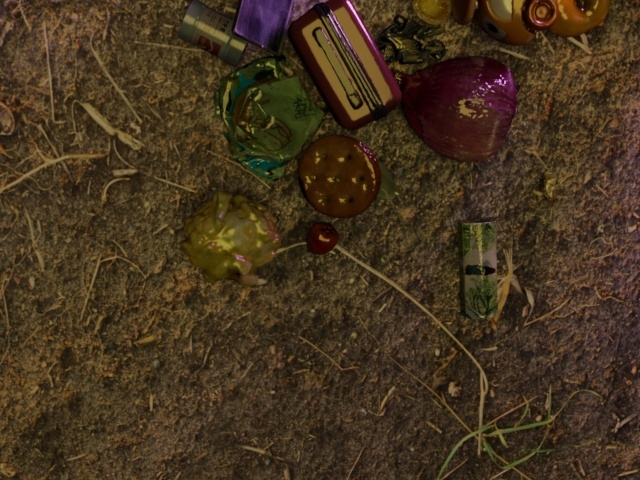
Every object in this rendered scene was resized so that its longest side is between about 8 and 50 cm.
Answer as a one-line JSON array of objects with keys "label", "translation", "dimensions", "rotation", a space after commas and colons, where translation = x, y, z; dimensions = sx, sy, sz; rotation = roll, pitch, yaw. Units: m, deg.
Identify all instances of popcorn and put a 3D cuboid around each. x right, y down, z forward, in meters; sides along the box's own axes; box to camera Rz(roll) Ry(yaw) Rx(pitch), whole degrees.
[{"label": "popcorn", "translation": [-0.224, -0.008, 1.721], "dimensions": [0.256, 0.195, 0.254], "rotation": [-8, 111, -24]}]

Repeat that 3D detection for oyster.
[{"label": "oyster", "translation": [0.615, -0.140, 1.861], "dimensions": [0.051, 0.034, 0.093], "rotation": [1, 93, -23]}]

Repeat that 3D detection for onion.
[{"label": "onion", "translation": [0.320, -0.328, 1.701], "dimensions": [0.349, 0.159, 0.267], "rotation": [12, 112, -4]}]

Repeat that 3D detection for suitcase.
[{"label": "suitcase", "translation": [0.053, -0.414, 1.623], "dimensions": [0.161, 0.236, 0.297], "rotation": [-30, 105, 2]}]

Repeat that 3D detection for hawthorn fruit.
[{"label": "hawthorn fruit", "translation": [0.000, 0.000, 1.809], "dimensions": [0.081, 0.081, 0.093], "rotation": [25, 129, -12]}]

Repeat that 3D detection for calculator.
[{"label": "calculator", "translation": [-0.119, -0.579, 1.608], "dimensions": [0.161, 0.021, 0.261], "rotation": [14, 92, -49]}]

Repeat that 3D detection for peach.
[{"label": "peach", "translation": [0.628, -0.595, 1.711], "dimensions": [0.179, 0.103, 0.179], "rotation": [-1, 101, -5]}]

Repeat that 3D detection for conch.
[{"label": "conch", "translation": [0.136, -0.163, 1.784], "dimensions": [0.180, 0.065, 0.088], "rotation": [42, 96, -17]}]

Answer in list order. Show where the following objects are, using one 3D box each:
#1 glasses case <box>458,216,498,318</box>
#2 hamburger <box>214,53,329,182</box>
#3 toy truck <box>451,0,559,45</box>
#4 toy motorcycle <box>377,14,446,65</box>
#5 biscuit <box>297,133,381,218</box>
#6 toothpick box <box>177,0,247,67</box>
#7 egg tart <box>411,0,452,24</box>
[{"label": "glasses case", "translation": [0.431, 0.077, 1.878], "dimensions": [0.095, 0.062, 0.272], "rotation": [-7, 104, -5]}, {"label": "hamburger", "translation": [-0.130, -0.302, 1.677], "dimensions": [0.261, 0.150, 0.276], "rotation": [-40, 104, 3]}, {"label": "toy truck", "translation": [0.433, -0.607, 1.634], "dimensions": [0.212, 0.204, 0.287], "rotation": [-4, 105, -3]}, {"label": "toy motorcycle", "translation": [0.219, -0.499, 1.711], "dimensions": [0.194, 0.061, 0.124], "rotation": [-9, 95, -10]}, {"label": "biscuit", "translation": [0.046, -0.158, 1.743], "dimensions": [0.221, 0.066, 0.220], "rotation": [5, 106, 16]}, {"label": "toothpick box", "translation": [-0.249, -0.490, 1.640], "dimensions": [0.153, 0.101, 0.101], "rotation": [24, 100, -11]}, {"label": "egg tart", "translation": [0.272, -0.578, 1.702], "dimensions": [0.105, 0.039, 0.105], "rotation": [0, 89, -15]}]
